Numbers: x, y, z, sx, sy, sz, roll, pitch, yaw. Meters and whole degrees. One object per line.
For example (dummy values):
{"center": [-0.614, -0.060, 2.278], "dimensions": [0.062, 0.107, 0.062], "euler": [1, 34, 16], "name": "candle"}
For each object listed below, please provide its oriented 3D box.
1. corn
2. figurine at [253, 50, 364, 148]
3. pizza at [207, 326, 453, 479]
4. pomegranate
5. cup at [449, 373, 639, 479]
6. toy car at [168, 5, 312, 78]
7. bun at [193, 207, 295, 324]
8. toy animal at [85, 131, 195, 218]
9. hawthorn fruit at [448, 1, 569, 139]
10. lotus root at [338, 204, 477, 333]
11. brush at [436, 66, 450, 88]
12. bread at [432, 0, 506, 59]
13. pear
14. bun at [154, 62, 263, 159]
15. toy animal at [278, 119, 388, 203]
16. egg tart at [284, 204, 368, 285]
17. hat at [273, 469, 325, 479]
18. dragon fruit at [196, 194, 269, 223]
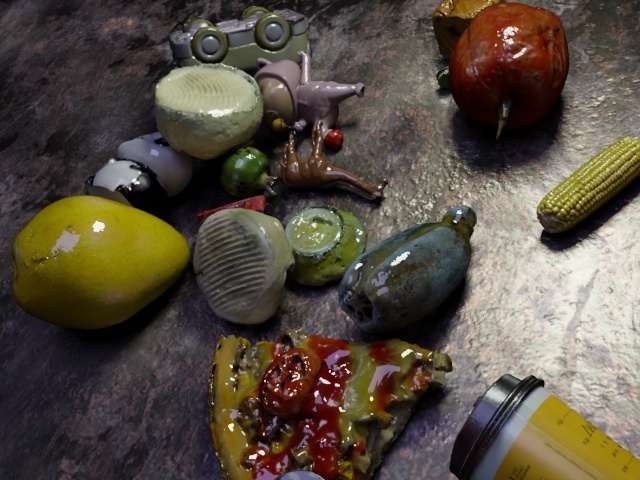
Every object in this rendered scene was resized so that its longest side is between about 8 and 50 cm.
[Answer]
{"center": [0.499, -0.103, 1.274], "dimensions": [0.248, 0.081, 0.081], "euler": [-36, 48, -11], "name": "corn"}
{"center": [-0.050, -0.329, 1.629], "dimensions": [0.287, 0.176, 0.186], "euler": [27, 43, 23], "name": "figurine"}
{"center": [0.011, 0.249, 1.132], "dimensions": [0.406, 0.130, 0.440], "euler": [-29, 47, -1], "name": "pizza"}
{"center": [-0.149, -0.142, 1.542], "dimensions": [0.161, 0.122, 0.122], "euler": [28, 65, 23], "name": "pomegranate"}
{"center": [0.322, 0.315, 0.925], "dimensions": [0.279, 0.196, 0.196], "euler": [31, 67, 28], "name": "cup"}
{"center": [-0.202, -0.462, 1.791], "dimensions": [0.335, 0.226, 0.242], "euler": [-15, 27, -12], "name": "toy car"}
{"center": [-0.139, 0.045, 1.347], "dimensions": [0.210, 0.116, 0.237], "euler": [-36, 71, 28], "name": "bun"}
{"center": [-0.400, -0.148, 1.603], "dimensions": [0.187, 0.165, 0.235], "euler": [15, 58, 34], "name": "toy animal"}
{"center": [0.387, -0.356, 1.431], "dimensions": [0.258, 0.258, 0.262], "euler": [-10, 20, 13], "name": "hawthorn fruit"}
{"center": [0.174, 0.051, 1.234], "dimensions": [0.322, 0.140, 0.158], "euler": [-31, 20, -31], "name": "lotus root"}
{"center": [0.396, -0.390, 1.585], "dimensions": [0.266, 0.062, 0.027], "euler": [-9, 63, 8], "name": "brush"}
{"center": [0.356, -0.508, 1.630], "dimensions": [0.149, 0.158, 0.143], "euler": [26, 69, 35], "name": "bread"}
{"center": [-0.441, 0.051, 1.409], "dimensions": [0.336, 0.285, 0.285], "euler": [15, 46, -18], "name": "pear"}
{"center": [-0.248, -0.279, 1.567], "dimensions": [0.259, 0.152, 0.259], "euler": [5, 40, -4], "name": "bun"}
{"center": [0.021, -0.154, 1.508], "dimensions": [0.224, 0.066, 0.230], "euler": [-22, 64, 16], "name": "toy animal"}
{"center": [0.000, 0.000, 1.383], "dimensions": [0.197, 0.078, 0.197], "euler": [-10, 51, 12], "name": "egg tart"}
{"center": [-0.026, 0.376, 0.969], "dimensions": [0.121, 0.050, 0.121], "euler": [-2, 68, 4], "name": "hat"}
{"center": [-0.174, -0.028, 1.475], "dimensions": [0.153, 0.111, 0.153], "euler": [-13, 8, 2], "name": "dragon fruit"}
